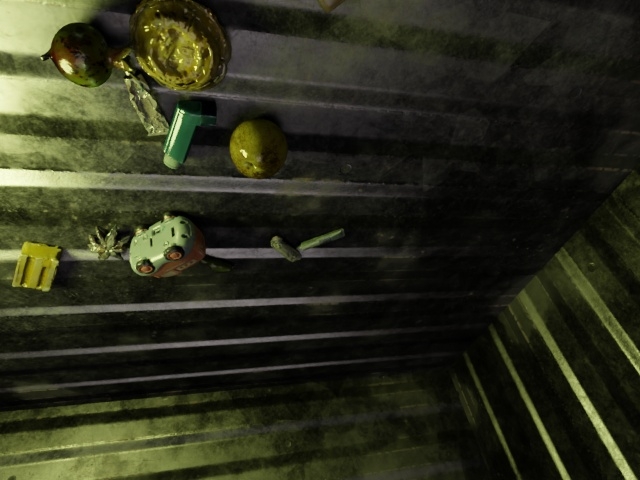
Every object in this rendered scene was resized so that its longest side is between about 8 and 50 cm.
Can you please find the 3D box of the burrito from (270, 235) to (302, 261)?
[{"bbox_3d":[-0.155,0.043,1.874,0.064,0.064,0.203,-28,139,16],"label":"burrito"}]

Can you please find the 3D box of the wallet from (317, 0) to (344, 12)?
[{"bbox_3d":[0.018,-0.694,1.090,0.117,0.039,0.153,-29,134,15],"label":"wallet"}]

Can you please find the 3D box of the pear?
[{"bbox_3d":[-0.202,-0.295,1.375,0.197,0.198,0.198,-8,140,-7],"label":"pear"}]

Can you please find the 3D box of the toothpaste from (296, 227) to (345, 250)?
[{"bbox_3d":[0.000,0.000,1.886,0.233,0.038,0.060,-19,143,2],"label":"toothpaste"}]

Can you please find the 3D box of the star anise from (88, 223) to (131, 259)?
[{"bbox_3d":[-0.832,0.021,1.657,0.204,0.061,0.180,-31,137,19],"label":"star anise"}]

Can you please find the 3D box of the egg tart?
[{"bbox_3d":[-0.380,-0.519,1.139,0.278,0.095,0.279,-8,141,-7],"label":"egg tart"}]

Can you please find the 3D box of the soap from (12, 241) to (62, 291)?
[{"bbox_3d":[-1.131,0.107,1.664,0.134,0.076,0.233,17,132,-31],"label":"soap"}]

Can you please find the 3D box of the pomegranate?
[{"bbox_3d":[-0.584,-0.469,1.077,0.219,0.156,0.156,16,137,3],"label":"pomegranate"}]

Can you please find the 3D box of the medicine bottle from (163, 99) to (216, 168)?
[{"bbox_3d":[-0.427,-0.340,1.341,0.124,0.079,0.258,13,134,-32],"label":"medicine bottle"}]

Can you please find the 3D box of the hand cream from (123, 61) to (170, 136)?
[{"bbox_3d":[-0.527,-0.415,1.256,0.083,0.050,0.257,-12,143,-6],"label":"hand cream"}]

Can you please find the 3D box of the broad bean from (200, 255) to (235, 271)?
[{"bbox_3d":[-0.482,0.105,1.861,0.213,0.048,0.070,15,132,-28],"label":"broad bean"}]

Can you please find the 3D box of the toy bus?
[{"bbox_3d":[-0.595,0.034,1.658,0.287,0.194,0.232,-26,151,13],"label":"toy bus"}]
